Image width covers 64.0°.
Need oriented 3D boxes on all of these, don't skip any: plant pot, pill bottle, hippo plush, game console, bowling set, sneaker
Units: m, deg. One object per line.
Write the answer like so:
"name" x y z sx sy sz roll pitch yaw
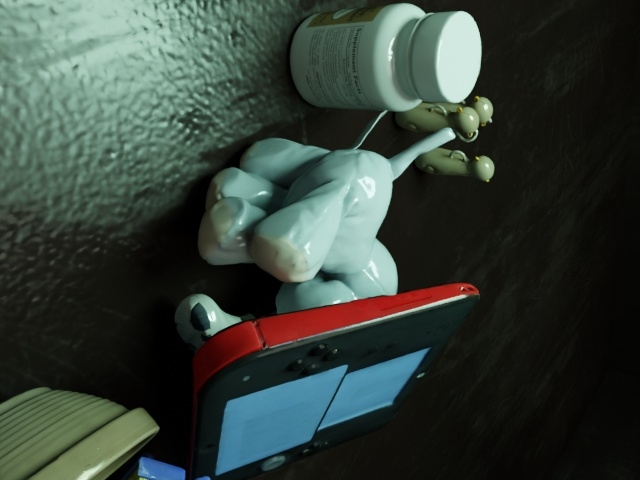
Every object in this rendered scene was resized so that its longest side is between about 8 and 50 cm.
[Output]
"plant pot" -0.284 0.219 0.486 0.237 0.109 0.237 -38 172 -6
"pill bottle" 0.081 -0.237 0.670 0.131 0.229 0.131 -18 115 -43
"hippo plush" 0.000 0.000 0.672 0.294 0.234 0.236 -37 132 -23
"game console" 0.000 0.206 0.671 0.342 0.060 0.386 -6 141 -22
"bowling set" 0.230 -0.257 0.879 0.199 0.154 0.287 -59 137 -15
"sneaker" -0.093 0.120 0.707 0.153 0.094 0.235 -47 132 -28

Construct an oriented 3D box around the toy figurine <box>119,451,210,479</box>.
"toy figurine" -0.219 0.302 0.563 0.191 0.217 0.362 34 109 -19
